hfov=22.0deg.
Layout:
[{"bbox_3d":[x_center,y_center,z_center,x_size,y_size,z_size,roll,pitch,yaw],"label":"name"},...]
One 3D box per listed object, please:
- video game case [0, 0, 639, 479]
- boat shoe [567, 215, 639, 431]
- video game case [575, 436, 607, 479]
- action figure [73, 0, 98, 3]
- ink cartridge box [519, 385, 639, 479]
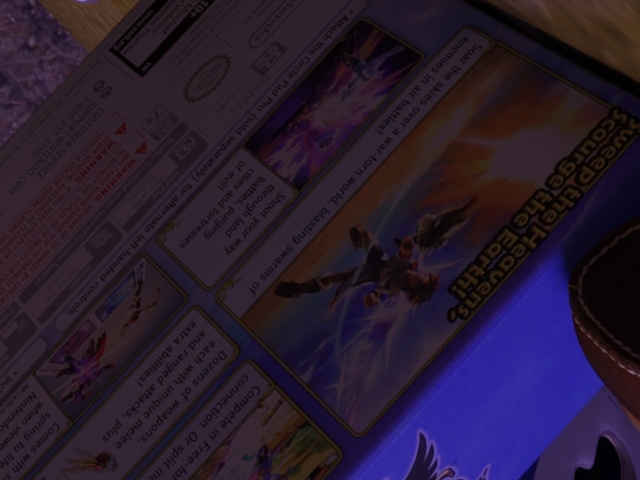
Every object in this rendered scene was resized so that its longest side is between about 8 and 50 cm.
[{"bbox_3d":[-0.040,0.028,0.540,0.061,0.269,0.244,45,177,-41],"label":"video game case"},{"bbox_3d":[0.116,0.021,0.350,0.073,0.073,0.207,47,168,-26],"label":"boat shoe"},{"bbox_3d":[0.132,0.124,0.720,0.274,0.026,0.196,39,-147,-41],"label":"video game case"},{"bbox_3d":[-0.104,-0.151,0.576,0.063,0.137,0.232,31,-168,-30],"label":"action figure"},{"bbox_3d":[0.148,0.185,0.577,0.307,0.072,0.304,47,-150,-10],"label":"ink cartridge box"}]
